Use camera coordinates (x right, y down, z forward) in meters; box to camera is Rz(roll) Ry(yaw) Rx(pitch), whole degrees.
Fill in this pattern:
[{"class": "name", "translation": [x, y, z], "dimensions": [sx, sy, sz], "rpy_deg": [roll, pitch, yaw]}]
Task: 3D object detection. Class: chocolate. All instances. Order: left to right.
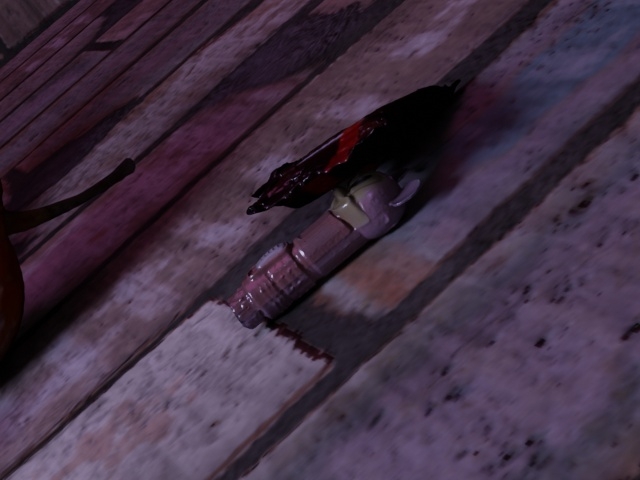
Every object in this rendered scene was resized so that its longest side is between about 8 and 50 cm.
[{"class": "chocolate", "translation": [0.022, -0.047, 0.877], "dimensions": [0.086, 0.028, 0.182], "rpy_deg": [-33, -2, 20]}]

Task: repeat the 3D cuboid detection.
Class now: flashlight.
[{"class": "flashlight", "translation": [0.000, 0.000, 0.828], "dimensions": [0.110, 0.031, 0.052], "rpy_deg": [-39, 16, 2]}]

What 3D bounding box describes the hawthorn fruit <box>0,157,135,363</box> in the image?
[{"class": "hawthorn fruit", "translation": [-0.302, 0.018, 1.112], "dimensions": [0.263, 0.231, 0.235], "rpy_deg": [-38, 25, 24]}]
